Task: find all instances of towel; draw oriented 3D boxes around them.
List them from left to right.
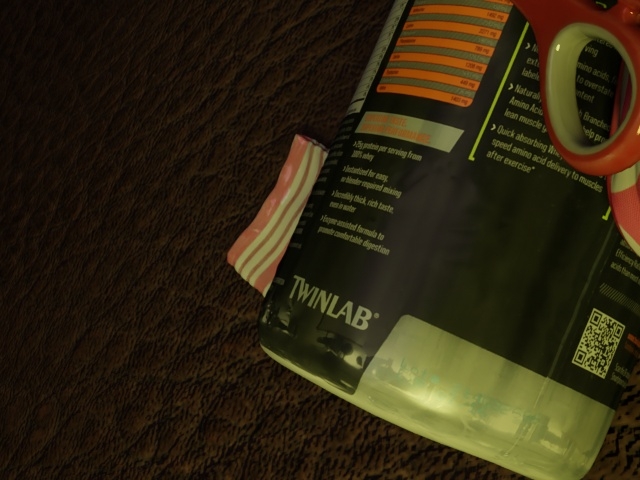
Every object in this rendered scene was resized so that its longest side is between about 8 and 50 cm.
[{"bbox_3d":[0.000,0.000,0.759,0.197,0.029,0.144,37,98,50],"label":"towel"}]

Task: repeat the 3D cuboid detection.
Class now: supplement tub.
[{"bbox_3d":[0.116,-0.052,0.524,0.207,0.207,0.338,19,83,50],"label":"supplement tub"}]

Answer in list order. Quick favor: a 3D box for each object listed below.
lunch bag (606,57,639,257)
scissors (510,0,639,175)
[{"bbox_3d":[0.270,-0.109,0.380,0.120,0.258,0.293,155,122,-82],"label":"lunch bag"},{"bbox_3d":[0.092,-0.143,0.412,0.109,0.021,0.297,-62,34,32],"label":"scissors"}]
